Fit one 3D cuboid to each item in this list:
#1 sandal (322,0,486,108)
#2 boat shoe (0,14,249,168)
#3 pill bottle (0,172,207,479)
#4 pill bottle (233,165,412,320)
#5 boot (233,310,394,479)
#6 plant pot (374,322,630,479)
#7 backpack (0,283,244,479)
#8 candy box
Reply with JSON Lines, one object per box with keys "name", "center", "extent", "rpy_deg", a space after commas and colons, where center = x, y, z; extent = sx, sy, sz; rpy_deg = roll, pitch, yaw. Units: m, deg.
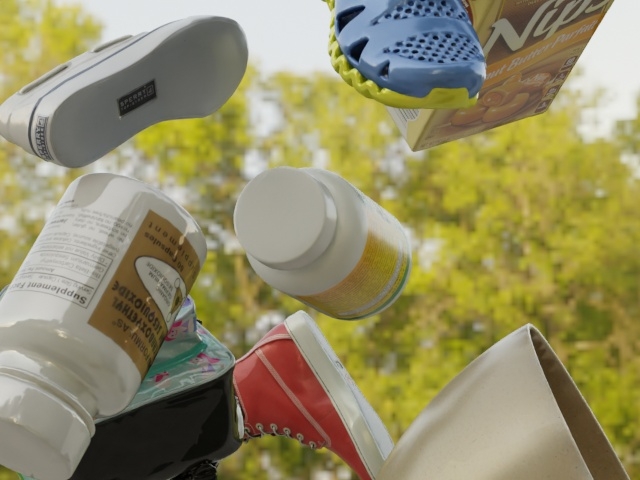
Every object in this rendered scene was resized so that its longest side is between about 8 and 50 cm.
{"name": "sandal", "center": [0.065, -0.231, 1.551], "extent": [0.126, 0.317, 0.138], "rpy_deg": [-1, -51, -22]}
{"name": "boat shoe", "center": [-0.167, -0.139, 1.492], "extent": [0.084, 0.095, 0.258], "rpy_deg": [17, 28, 35]}
{"name": "pill bottle", "center": [-0.193, 0.070, 1.394], "extent": [0.131, 0.229, 0.131], "rpy_deg": [19, -31, 12]}
{"name": "pill bottle", "center": [0.000, 0.000, 1.586], "extent": [0.117, 0.118, 0.208], "rpy_deg": [-5, -14, 20]}
{"name": "boot", "center": [-0.026, 0.230, 2.053], "extent": [0.176, 0.244, 0.088], "rpy_deg": [-36, -16, 6]}
{"name": "plant pot", "center": [0.129, 0.225, 1.210], "extent": [0.191, 0.284, 0.284], "rpy_deg": [-28, -18, 10]}
{"name": "backpack", "center": [-0.215, 0.123, 1.663], "extent": [0.225, 0.191, 0.253], "rpy_deg": [-21, 26, -19]}
{"name": "candy box", "center": [0.194, -0.230, 1.752], "extent": [0.183, 0.087, 0.316], "rpy_deg": [-18, -24, -27]}
